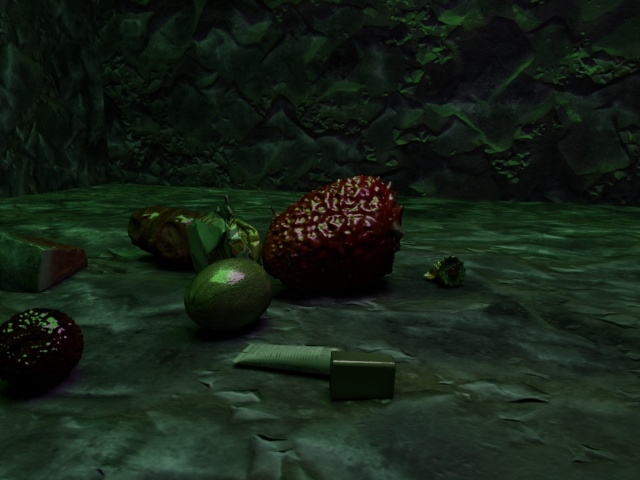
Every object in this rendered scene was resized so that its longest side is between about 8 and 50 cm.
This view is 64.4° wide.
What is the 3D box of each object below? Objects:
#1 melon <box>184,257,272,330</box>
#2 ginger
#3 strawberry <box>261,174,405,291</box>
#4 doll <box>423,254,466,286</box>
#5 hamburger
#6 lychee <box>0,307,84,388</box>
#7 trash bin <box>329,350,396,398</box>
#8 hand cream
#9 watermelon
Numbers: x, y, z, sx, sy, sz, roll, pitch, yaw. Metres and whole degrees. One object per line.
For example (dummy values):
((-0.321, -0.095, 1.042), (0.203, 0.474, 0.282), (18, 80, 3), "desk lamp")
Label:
((-0.170, 0.102, 0.983), (0.139, 0.139, 0.192), (10, 19, 40), "melon")
((-0.376, -0.005, 1.478), (0.357, 0.152, 0.274), (12, -2, 42), "ginger")
((0.024, -0.027, 1.216), (0.343, 0.292, 0.292), (2, 11, -17), "strawberry")
((0.315, 0.085, 1.274), (0.078, 0.077, 0.113), (-34, -10, -15), "doll")
((-0.217, 0.012, 1.197), (0.214, 0.235, 0.125), (6, 4, 44), "hamburger")
((-0.422, 0.164, 0.771), (0.123, 0.123, 0.129), (8, -21, 33), "lychee")
((0.060, 0.195, 0.739), (0.092, 0.061, 0.043), (1, 12, -2), "trash bin")
((-0.044, 0.191, 0.821), (0.194, 0.042, 0.067), (-1, 19, 22), "hand cream")
((-0.723, 0.050, 1.331), (0.193, 0.140, 0.256), (11, 7, 12), "watermelon")
